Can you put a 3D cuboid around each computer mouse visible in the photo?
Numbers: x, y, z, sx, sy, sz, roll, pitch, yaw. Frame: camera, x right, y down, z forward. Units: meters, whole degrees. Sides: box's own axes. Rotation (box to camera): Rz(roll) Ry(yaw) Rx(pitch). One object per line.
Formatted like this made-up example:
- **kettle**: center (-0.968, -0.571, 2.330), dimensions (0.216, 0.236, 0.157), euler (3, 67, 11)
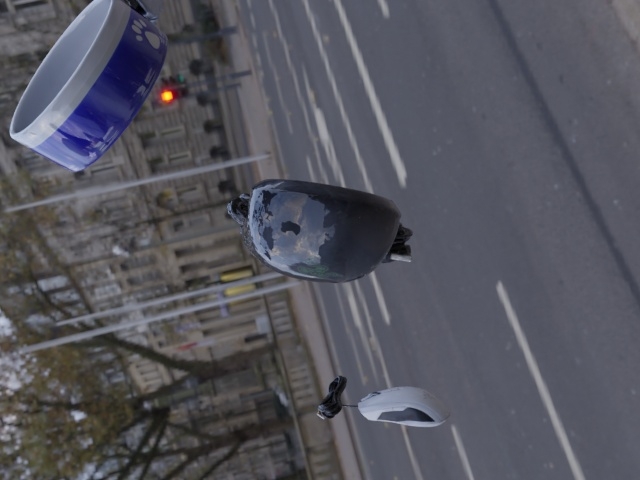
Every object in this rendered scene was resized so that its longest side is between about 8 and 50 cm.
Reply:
- **computer mouse**: center (0.093, 0.232, 1.216), dimensions (0.106, 0.193, 0.042), euler (-35, -56, -67)
- **computer mouse**: center (0.000, 0.000, 0.718), dimensions (0.272, 0.188, 0.072), euler (131, 149, -87)

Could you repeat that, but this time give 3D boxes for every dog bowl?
- **dog bowl**: center (-0.351, -0.238, 1.267), dimensions (0.104, 0.265, 0.265), euler (35, -162, -30)

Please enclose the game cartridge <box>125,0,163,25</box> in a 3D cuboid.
- **game cartridge**: center (-0.303, -0.473, 1.279), dimensions (0.297, 0.062, 0.198), euler (47, -139, -80)
